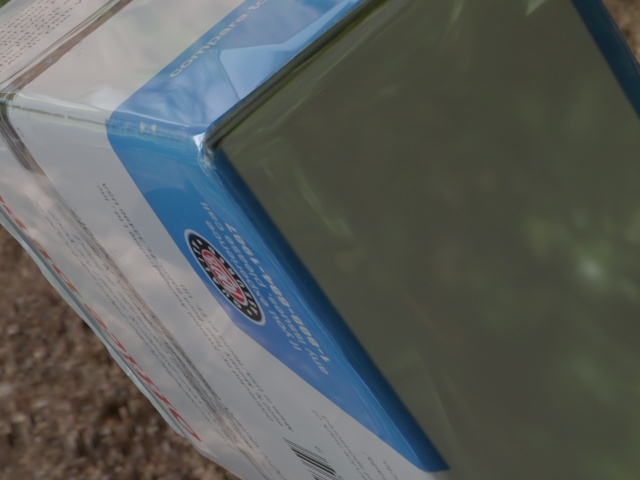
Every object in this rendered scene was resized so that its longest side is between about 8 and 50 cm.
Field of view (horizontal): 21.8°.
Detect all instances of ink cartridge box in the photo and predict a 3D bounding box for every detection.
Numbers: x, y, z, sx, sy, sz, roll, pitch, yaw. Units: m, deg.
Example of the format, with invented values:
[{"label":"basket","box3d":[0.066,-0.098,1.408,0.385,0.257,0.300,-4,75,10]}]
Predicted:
[{"label":"ink cartridge box","box3d":[0.000,0.000,0.603,0.223,0.129,0.307,54,163,-23]}]
